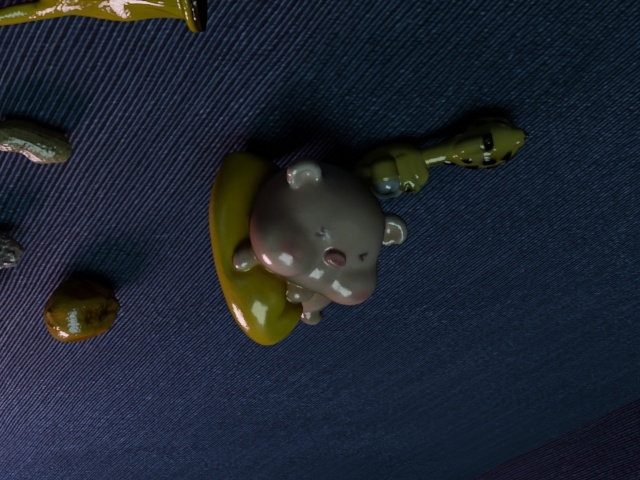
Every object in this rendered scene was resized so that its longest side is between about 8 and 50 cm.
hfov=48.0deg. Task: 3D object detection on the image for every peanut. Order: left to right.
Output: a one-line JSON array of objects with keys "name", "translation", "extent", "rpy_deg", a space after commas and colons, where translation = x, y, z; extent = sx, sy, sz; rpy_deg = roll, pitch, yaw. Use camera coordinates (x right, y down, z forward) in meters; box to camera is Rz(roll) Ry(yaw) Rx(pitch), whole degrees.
[{"name": "peanut", "translation": [-0.401, -0.136, 0.991], "extent": [0.113, 0.054, 0.054], "rpy_deg": [16, 138, -29]}]

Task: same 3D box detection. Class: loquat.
[{"name": "loquat", "translation": [-0.432, 0.128, 1.307], "extent": [0.137, 0.113, 0.137], "rpy_deg": [-26, 150, -16]}]

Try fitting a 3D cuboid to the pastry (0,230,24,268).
[{"name": "pastry", "translation": [-0.590, 0.076, 1.199], "extent": [0.112, 0.102, 0.265], "rpy_deg": [-1, 142, -42]}]

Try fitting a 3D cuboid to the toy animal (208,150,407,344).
[{"name": "toy animal", "translation": [0.000, 0.021, 1.084], "extent": [0.247, 0.277, 0.345], "rpy_deg": [-9, 150, 29]}]

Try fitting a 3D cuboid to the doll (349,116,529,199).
[{"name": "doll", "translation": [0.173, -0.126, 1.114], "extent": [0.291, 0.086, 0.117], "rpy_deg": [-15, 174, 10]}]

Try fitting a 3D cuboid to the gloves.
[{"name": "gloves", "translation": [-0.277, -0.284, 0.780], "extent": [0.295, 0.116, 0.133], "rpy_deg": [-1, 137, -2]}]
